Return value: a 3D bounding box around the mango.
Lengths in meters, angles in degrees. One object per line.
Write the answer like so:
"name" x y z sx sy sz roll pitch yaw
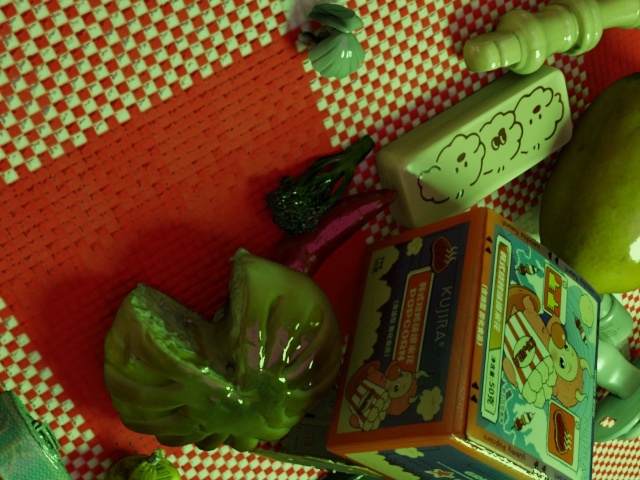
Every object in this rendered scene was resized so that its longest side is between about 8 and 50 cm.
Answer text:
"mango" 0.495 -0.094 1.419 0.221 0.264 0.378 14 101 10

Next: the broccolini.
"broccolini" 0.006 -0.080 1.242 0.202 0.091 0.068 -37 169 -28

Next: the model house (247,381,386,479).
"model house" 0.008 0.289 1.333 0.219 0.207 0.136 40 57 -55

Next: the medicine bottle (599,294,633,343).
"medicine bottle" 0.550 0.141 1.657 0.130 0.080 0.080 40 87 -36

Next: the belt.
"belt" -0.380 0.271 1.088 0.082 0.148 0.163 -32 152 -20

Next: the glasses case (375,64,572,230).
"glasses case" 0.250 -0.150 1.345 0.336 0.076 0.144 -32 124 -17

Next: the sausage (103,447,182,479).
"sausage" -0.285 0.454 1.235 0.123 0.123 0.347 10 104 -35

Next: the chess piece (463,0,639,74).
"chess piece" 0.396 -0.342 1.339 0.397 0.117 0.117 -24 121 -20

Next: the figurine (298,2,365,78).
"figurine" 0.015 -0.271 1.156 0.094 0.082 0.086 0 127 -22

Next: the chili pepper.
"chili pepper" 0.000 0.000 1.258 0.272 0.063 0.071 -41 115 -8

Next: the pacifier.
"pacifier" 0.618 0.276 1.724 0.207 0.227 0.279 42 84 3

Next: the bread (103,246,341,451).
"bread" -0.126 0.175 1.169 0.332 0.160 0.333 -9 121 -15

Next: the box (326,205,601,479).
"box" 0.231 0.191 1.261 0.318 0.256 0.349 35 55 -32

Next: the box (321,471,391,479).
"box" 0.090 0.448 1.515 0.230 0.050 0.160 -32 123 -17
